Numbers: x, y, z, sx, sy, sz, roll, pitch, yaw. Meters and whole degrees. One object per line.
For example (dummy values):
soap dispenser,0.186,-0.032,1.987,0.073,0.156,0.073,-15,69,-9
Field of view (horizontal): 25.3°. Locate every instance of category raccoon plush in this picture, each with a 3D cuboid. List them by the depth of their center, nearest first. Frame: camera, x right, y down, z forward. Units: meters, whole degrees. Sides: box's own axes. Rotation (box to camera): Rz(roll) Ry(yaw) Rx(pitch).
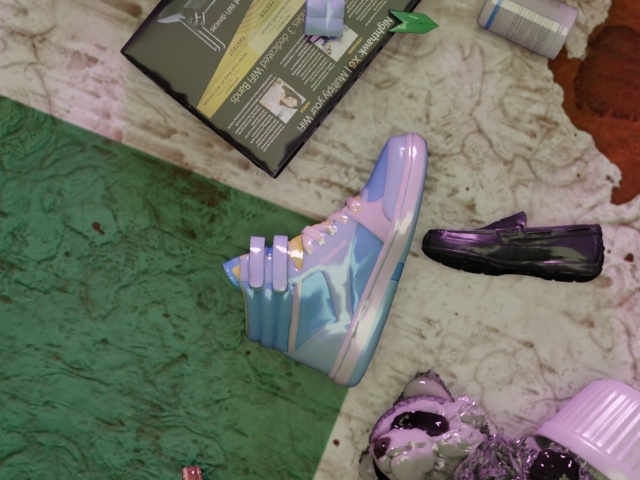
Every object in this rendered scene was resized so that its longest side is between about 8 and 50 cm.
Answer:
raccoon plush,0.229,0.352,1.729,0.216,0.299,0.446,-45,125,-5

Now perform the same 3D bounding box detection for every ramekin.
ramekin,0.365,0.257,1.683,0.207,0.207,0.109,42,82,1

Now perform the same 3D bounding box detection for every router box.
router box,-0.053,-0.269,1.746,0.243,0.081,0.309,40,90,0

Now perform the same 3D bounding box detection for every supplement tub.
supplement tub,0.253,-0.274,1.748,0.107,0.071,0.071,27,90,1

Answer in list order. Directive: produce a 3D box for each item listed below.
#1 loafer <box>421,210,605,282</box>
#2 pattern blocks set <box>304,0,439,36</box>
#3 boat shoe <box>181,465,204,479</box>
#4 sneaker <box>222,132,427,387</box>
loafer,0.236,0.003,1.750,0.223,0.076,0.078,5,76,2
pattern blocks set,0.070,-0.399,1.667,0.285,0.026,0.324,-8,100,-8
boat shoe,-0.124,0.356,1.757,0.060,0.064,0.178,-20,96,-5
sneaker,0.000,0.000,1.724,0.208,0.127,0.319,18,89,-1
